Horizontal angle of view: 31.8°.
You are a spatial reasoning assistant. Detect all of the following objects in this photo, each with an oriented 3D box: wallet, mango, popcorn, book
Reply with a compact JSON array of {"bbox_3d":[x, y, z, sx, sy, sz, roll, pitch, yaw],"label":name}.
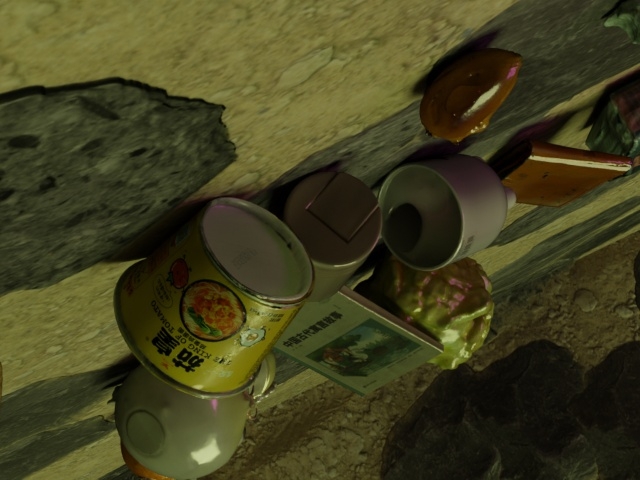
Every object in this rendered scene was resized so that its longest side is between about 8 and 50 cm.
[{"bbox_3d":[0.323,-0.095,1.601,0.161,0.042,0.195,4,163,-16],"label":"wallet"},{"bbox_3d":[0.144,-0.144,1.095,0.077,0.063,0.127,-11,156,-39],"label":"mango"},{"bbox_3d":[0.179,0.109,1.871,0.255,0.195,0.256,-6,145,31],"label":"popcorn"},{"bbox_3d":[0.028,0.153,1.793,0.283,0.025,0.215,30,136,-25],"label":"book"}]

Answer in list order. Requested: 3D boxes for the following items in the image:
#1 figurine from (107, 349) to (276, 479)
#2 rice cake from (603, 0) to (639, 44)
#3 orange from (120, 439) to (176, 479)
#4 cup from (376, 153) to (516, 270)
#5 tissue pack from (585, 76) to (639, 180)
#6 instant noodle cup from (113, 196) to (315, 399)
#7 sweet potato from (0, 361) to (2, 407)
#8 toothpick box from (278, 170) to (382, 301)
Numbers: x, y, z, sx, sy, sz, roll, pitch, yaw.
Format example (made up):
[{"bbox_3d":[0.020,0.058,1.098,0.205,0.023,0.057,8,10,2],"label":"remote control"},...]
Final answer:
[{"bbox_3d":[-0.201,0.239,1.838,0.275,0.226,0.394,2,-166,25],"label":"figurine"},{"bbox_3d":[0.404,-0.258,1.167,0.206,0.063,0.069,-26,167,-5],"label":"rice cake"},{"bbox_3d":[-0.298,0.383,2.168,0.178,0.155,0.177,-4,135,-4],"label":"orange"},{"bbox_3d":[0.153,-0.034,1.424,0.142,0.134,0.173,-18,164,-46],"label":"cup"},{"bbox_3d":[0.546,-0.210,1.599,0.316,0.103,0.228,-26,169,-1],"label":"tissue pack"},{"bbox_3d":[-0.100,0.049,1.158,0.182,0.182,0.144,-13,152,-51],"label":"instant noodle cup"},{"bbox_3d":[-0.456,0.206,1.218,0.252,0.097,0.097,-28,169,-4],"label":"sweet potato"},{"bbox_3d":[0.000,0.000,1.284,0.111,0.111,0.180,-24,169,-15],"label":"toothpick box"}]
